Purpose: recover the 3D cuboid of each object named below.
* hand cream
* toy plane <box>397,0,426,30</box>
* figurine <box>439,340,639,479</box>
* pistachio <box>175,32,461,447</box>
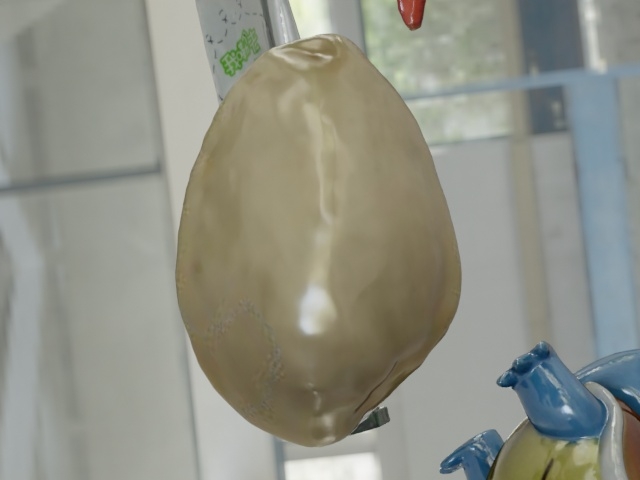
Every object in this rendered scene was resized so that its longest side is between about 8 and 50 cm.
[{"bbox_3d":[-0.021,-0.033,1.327,0.121,0.076,0.336,-13,93,60],"label":"hand cream"},{"bbox_3d":[0.129,-0.117,0.755,0.126,0.194,0.077,56,-167,1],"label":"toy plane"},{"bbox_3d":[0.214,0.244,1.691,0.298,0.243,0.416,-53,16,50],"label":"figurine"},{"bbox_3d":[0.000,0.000,1.060,0.126,0.152,0.223,85,-172,-73],"label":"pistachio"}]
